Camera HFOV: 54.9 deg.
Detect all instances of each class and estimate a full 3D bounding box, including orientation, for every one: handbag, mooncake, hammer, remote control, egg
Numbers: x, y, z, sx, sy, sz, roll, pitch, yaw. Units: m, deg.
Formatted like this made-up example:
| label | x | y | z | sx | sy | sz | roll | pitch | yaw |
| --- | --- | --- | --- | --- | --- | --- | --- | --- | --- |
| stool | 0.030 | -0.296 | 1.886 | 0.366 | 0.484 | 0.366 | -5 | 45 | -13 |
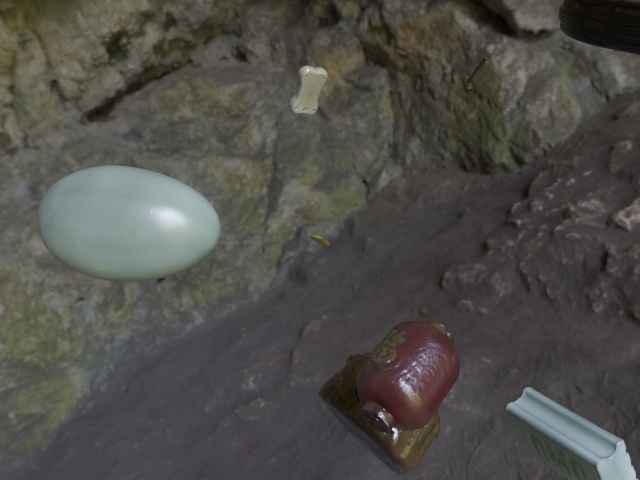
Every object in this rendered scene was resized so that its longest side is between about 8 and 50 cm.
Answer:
| label | x | y | z | sx | sy | sz | roll | pitch | yaw |
| --- | --- | --- | --- | --- | --- | --- | --- | --- | --- |
| handbag | 0.634 | -0.438 | 1.219 | 0.308 | 0.093 | 0.254 | 18 | 35 | 19 |
| mooncake | 0.160 | 0.443 | 1.606 | 0.187 | 0.324 | 0.324 | -45 | 20 | -18 |
| hammer | 0.347 | -0.375 | 1.375 | 0.019 | 0.035 | 0.110 | -6 | -18 | -15 |
| remote control | -0.030 | -0.360 | 1.483 | 0.074 | 0.122 | 0.032 | 1 | 40 | -28 |
| egg | -0.376 | -0.031 | 1.211 | 0.371 | 0.229 | 0.230 | 7 | 25 | 13 |

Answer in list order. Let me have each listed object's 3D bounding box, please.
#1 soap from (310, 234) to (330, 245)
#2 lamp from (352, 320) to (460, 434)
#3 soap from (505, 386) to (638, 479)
| label | x | y | z | sx | sy | sz | roll | pitch | yaw |
| --- | --- | --- | --- | --- | --- | --- | --- | --- | --- |
| soap | 0.000 | 0.000 | 1.638 | 0.034 | 0.012 | 0.089 | 8 | -11 | 23 |
| lamp | 0.173 | 0.264 | 1.231 | 0.180 | 0.180 | 0.258 | -6 | 34 | 52 |
| soap | 0.546 | 0.451 | 1.353 | 0.088 | 0.159 | 0.265 | -36 | 25 | -14 |
